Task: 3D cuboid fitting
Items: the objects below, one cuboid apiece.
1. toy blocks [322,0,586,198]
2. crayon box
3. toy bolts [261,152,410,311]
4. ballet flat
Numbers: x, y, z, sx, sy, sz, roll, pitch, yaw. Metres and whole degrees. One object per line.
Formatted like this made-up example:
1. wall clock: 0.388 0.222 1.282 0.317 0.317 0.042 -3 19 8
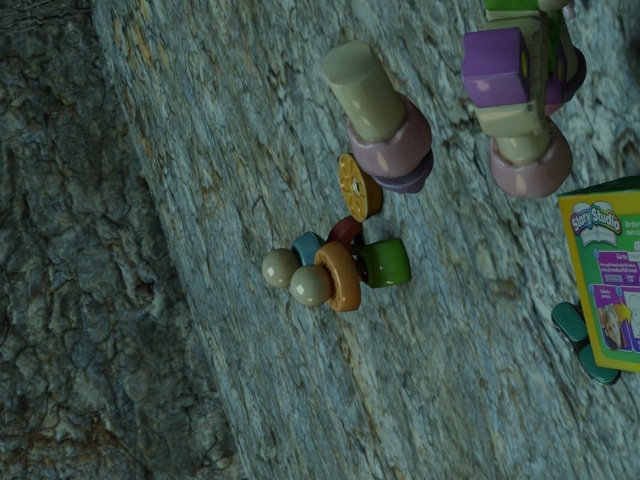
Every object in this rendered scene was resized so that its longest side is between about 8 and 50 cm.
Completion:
1. toy blocks: 0.191 -0.165 1.091 0.260 0.309 0.288 55 -140 -57
2. crayon box: 0.309 0.027 1.122 0.278 0.081 0.165 180 76 -73
3. toy bolts: 0.000 0.000 1.944 0.228 0.159 0.218 157 97 -73
4. ballet flat: 0.277 0.110 1.385 0.041 0.041 0.114 92 156 -44
